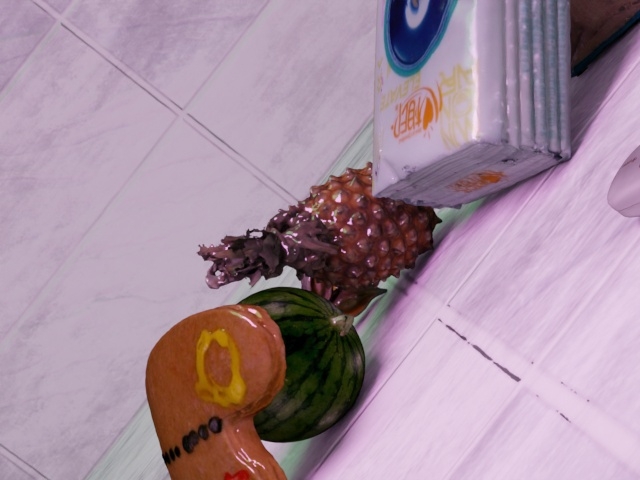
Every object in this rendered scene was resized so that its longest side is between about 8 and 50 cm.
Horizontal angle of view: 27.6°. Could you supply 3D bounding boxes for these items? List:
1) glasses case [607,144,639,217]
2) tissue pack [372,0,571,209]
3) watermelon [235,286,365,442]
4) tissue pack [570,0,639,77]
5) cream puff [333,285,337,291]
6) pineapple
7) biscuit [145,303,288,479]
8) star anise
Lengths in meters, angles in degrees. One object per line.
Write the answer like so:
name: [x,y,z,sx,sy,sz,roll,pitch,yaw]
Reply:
glasses case: [0.298,-0.067,1.059,0.074,0.049,0.193,-54,9,-20]
tissue pack: [0.182,-0.258,1.601,0.287,0.162,0.388,154,121,-65]
watermelon: [-0.035,0.140,1.558,0.215,0.188,0.188,-45,10,24]
tissue pack: [0.369,-0.365,1.726,0.192,0.134,0.271,-45,10,44]
cream puff: [0.019,0.087,1.986,0.083,0.058,0.083,-59,8,-35]
pineapple: [0.000,0.000,1.686,0.361,0.175,0.175,-19,-18,-42]
biscuit: [-0.108,0.217,1.467,0.052,0.277,0.262,-12,-8,-39]
star anise: [-0.009,0.104,1.917,0.148,0.218,0.227,-11,12,-19]
